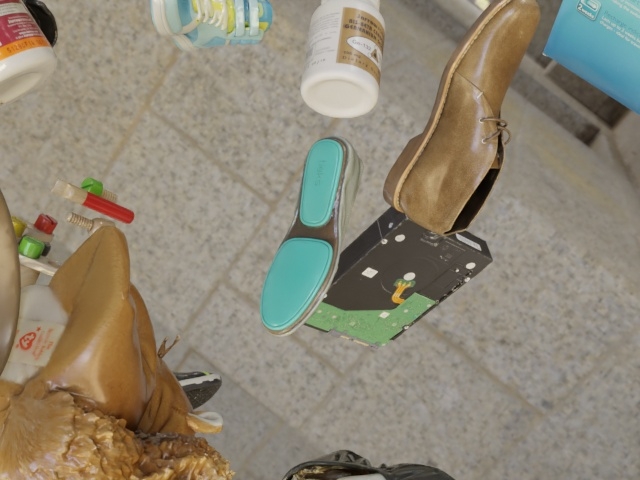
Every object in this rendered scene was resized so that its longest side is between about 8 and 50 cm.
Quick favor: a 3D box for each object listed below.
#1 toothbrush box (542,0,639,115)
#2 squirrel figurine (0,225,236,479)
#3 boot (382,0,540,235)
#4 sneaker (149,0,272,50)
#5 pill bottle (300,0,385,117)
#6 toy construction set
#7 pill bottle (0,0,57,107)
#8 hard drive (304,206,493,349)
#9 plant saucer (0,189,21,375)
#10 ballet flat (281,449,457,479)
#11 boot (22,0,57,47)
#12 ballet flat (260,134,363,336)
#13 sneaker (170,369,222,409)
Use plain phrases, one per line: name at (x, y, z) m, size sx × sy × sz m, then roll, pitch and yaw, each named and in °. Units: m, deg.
toothbrush box at (0.297, -0.194, 0.498) m, size 0.126 × 0.216 × 0.295 m, roll -43°, pitch -21°, yaw -21°
squirrel figurine at (-0.274, 0.239, 1.033) m, size 0.281 × 0.397 × 0.370 m, roll -27°, pitch -37°, yaw -2°
boot at (0.195, -0.146, 0.956) m, size 0.112 × 0.115 × 0.305 m, roll 4°, pitch -61°, yaw -46°
sneaker at (-0.204, -0.450, 1.534) m, size 0.319 × 0.208 × 0.127 m, roll -46°, pitch -47°, yaw -84°
pill bottle at (0.043, -0.337, 1.363) m, size 0.131 × 0.131 × 0.229 m, roll 124°, pitch 155°, yaw -63°
toy construction set at (-0.483, -0.002, 1.258) m, size 0.309 × 0.237 × 0.257 m, roll -40°, pitch 47°, yaw 22°
pill bottle at (-0.383, -0.251, 0.826) m, size 0.121 × 0.221 × 0.121 m, roll -31°, pitch 6°, yaw 4°
hard drive at (0.133, 0.078, 1.555) m, size 0.339 × 0.237 × 0.064 m, roll -45°, pitch 38°, yaw 31°
plant saucer at (-0.379, 0.035, 0.794) m, size 0.278 × 0.041 × 0.277 m, roll -3°, pitch -90°, yaw -85°
ballet flat at (0.033, 0.232, 0.668) m, size 0.280 × 0.096 × 0.095 m, roll 152°, pitch 119°, yaw -68°
boot at (-0.513, -0.328, 1.255) m, size 0.338 × 0.223 × 0.118 m, roll 13°, pitch -93°, yaw -83°
ballet flat at (0.000, 0.000, 0.800) m, size 0.068 × 0.072 × 0.213 m, roll 38°, pitch -116°, yaw -57°
sneaker at (-0.267, 0.232, 1.325) m, size 0.235 × 0.097 × 0.084 m, roll 1°, pitch -43°, yaw -48°
